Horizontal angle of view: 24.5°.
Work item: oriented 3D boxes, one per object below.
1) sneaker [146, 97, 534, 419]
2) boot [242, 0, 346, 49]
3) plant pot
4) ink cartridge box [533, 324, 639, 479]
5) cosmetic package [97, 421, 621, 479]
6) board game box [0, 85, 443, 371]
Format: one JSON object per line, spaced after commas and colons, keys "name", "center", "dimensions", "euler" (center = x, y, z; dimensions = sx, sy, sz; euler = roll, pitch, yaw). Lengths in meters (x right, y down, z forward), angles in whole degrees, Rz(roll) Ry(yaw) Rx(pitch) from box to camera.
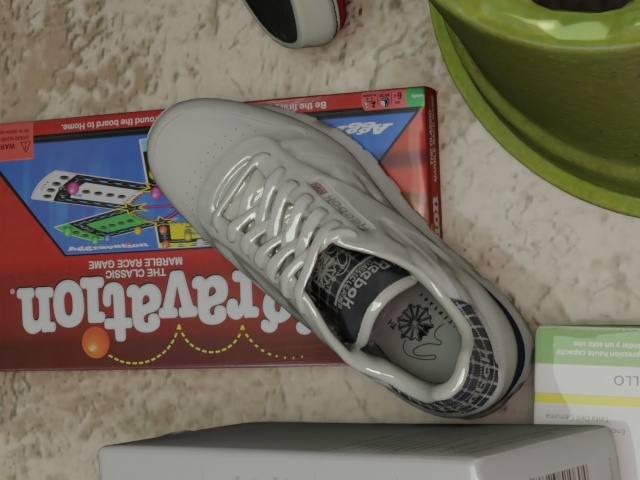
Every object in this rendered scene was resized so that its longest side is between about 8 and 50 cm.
{"name": "sneaker", "center": [0.000, 0.000, 0.722], "dimensions": [0.235, 0.095, 0.090], "euler": [36, 102, 19]}
{"name": "boot", "center": [0.013, -0.233, 0.758], "dimensions": [0.088, 0.176, 0.244], "euler": [24, 136, 53]}
{"name": "plant pot", "center": [0.140, -0.149, 0.613], "dimensions": [0.276, 0.254, 0.276], "euler": [-1, 88, 21]}
{"name": "ink cartridge box", "center": [0.187, 0.159, 0.696], "dimensions": [0.171, 0.056, 0.235], "euler": [1, 87, 21]}
{"name": "cosmetic package", "center": [0.014, 0.132, 0.698], "dimensions": [0.231, 0.117, 0.085], "euler": [-7, 86, 41]}
{"name": "board game box", "center": [-0.070, -0.001, 0.814], "dimensions": [0.281, 0.027, 0.145], "euler": [-3, 89, 21]}
